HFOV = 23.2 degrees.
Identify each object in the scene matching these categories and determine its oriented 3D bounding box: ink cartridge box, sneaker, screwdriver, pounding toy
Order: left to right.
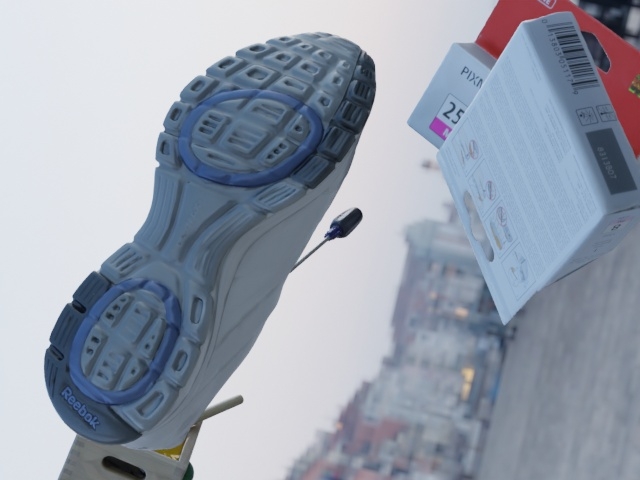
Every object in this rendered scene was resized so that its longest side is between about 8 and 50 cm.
[{"bbox_3d":[-0.166,0.197,1.547,0.130,0.141,0.100,-76,10,-67],"label":"pounding toy"},{"bbox_3d":[-0.061,0.000,0.968,0.297,0.111,0.129,-55,-19,-11],"label":"sneaker"},{"bbox_3d":[0.000,0.000,1.614,0.170,0.025,0.024,-33,-27,-54],"label":"screwdriver"},{"bbox_3d":[0.189,-0.057,1.356,0.232,0.066,0.189,113,141,-63],"label":"ink cartridge box"},{"bbox_3d":[0.271,-0.164,1.903,0.060,0.275,0.239,-13,-42,-55],"label":"ink cartridge box"}]
